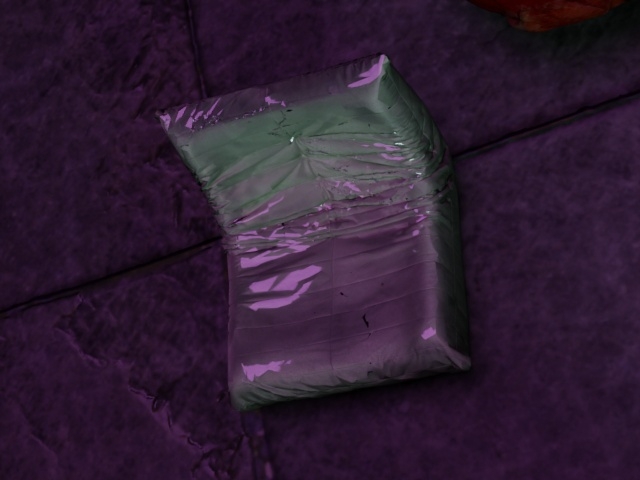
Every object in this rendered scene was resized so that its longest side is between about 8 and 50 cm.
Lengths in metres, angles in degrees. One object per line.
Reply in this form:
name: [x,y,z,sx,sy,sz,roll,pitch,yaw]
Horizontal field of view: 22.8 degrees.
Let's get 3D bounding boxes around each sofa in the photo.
sofa: [0.000,0.000,1.232,0.210,0.176,0.225,-10,64,20]

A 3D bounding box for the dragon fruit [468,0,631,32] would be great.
dragon fruit: [0.180,-0.283,1.245,0.241,0.241,0.252,-30,73,10]
